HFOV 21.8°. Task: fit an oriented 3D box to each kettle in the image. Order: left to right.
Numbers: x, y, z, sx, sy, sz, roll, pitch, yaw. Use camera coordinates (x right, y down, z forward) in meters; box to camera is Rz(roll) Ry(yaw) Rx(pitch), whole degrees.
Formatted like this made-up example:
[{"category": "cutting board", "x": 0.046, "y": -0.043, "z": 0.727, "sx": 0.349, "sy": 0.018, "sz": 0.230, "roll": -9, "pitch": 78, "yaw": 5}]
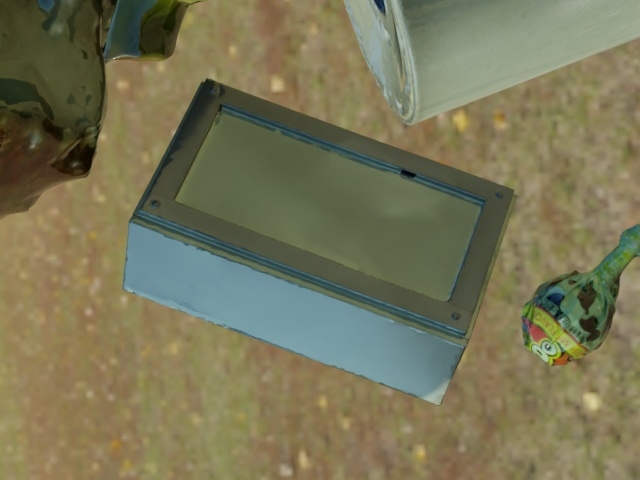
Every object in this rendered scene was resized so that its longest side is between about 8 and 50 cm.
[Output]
[{"category": "kettle", "x": 0.193, "y": -0.318, "z": 1.447, "sx": 0.250, "sy": 0.377, "sz": 0.361, "roll": 81, "pitch": 169, "yaw": -61}]

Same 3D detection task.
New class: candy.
[{"category": "candy", "x": 0.311, "y": -0.004, "z": 1.648, "sx": 0.305, "sy": 0.083, "sz": 0.091, "roll": -51, "pitch": 7, "yaw": 0}]

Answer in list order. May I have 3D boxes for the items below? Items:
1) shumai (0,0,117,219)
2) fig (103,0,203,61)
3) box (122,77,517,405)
[{"category": "shumai", "x": -0.245, "y": -0.174, "z": 1.062, "sx": 0.324, "sy": 0.397, "sz": 0.323, "roll": 37, "pitch": -120, "yaw": -53}, {"category": "fig", "x": -0.025, "y": -0.249, "z": 0.640, "sx": 0.233, "sy": 0.233, "sz": 0.314, "roll": -123, "pitch": 29, "yaw": -62}, {"category": "box", "x": 0.000, "y": 0.000, "z": 1.090, "sx": 0.086, "sy": 0.225, "sz": 0.129, "roll": 105, "pitch": -174, "yaw": -53}]
